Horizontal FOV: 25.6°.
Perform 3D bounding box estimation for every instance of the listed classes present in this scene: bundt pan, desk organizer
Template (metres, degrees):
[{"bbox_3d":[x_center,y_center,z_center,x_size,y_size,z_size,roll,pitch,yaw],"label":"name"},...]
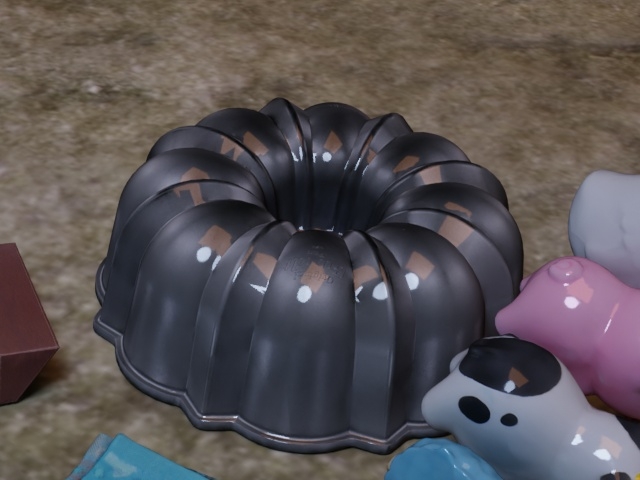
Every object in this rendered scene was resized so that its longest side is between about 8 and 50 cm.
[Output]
[{"bbox_3d":[0.000,0.000,1.027,0.330,0.124,0.331,5,33,-3],"label":"bundt pan"},{"bbox_3d":[-0.221,0.055,0.969,0.050,0.047,0.130,-6,36,-24],"label":"desk organizer"}]

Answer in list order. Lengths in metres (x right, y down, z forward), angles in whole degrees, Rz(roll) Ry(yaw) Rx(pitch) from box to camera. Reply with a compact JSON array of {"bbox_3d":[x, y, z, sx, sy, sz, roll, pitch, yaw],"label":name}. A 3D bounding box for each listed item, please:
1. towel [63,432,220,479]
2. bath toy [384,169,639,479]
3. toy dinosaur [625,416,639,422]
[{"bbox_3d":[-0.076,0.229,0.690,0.271,0.040,0.370,18,25,14],"label":"towel"},{"bbox_3d":[0.186,0.073,0.907,0.151,0.129,0.348,49,50,-12],"label":"bath toy"},{"bbox_3d":[0.249,0.110,1.005,0.082,0.047,0.090,-6,2,-4],"label":"toy dinosaur"}]
